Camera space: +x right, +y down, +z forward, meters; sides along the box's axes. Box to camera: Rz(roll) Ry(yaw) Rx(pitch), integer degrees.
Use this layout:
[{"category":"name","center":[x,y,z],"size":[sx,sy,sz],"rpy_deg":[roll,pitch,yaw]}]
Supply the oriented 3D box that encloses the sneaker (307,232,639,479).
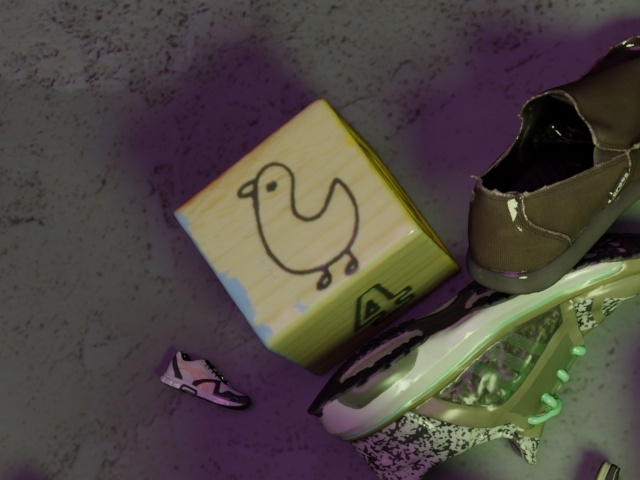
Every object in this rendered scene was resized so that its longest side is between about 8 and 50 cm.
[{"category":"sneaker","center":[0.199,0.132,1.902],"size":[0.410,0.158,0.182],"rpy_deg":[-29,102,7]}]

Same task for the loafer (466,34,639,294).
[{"category":"loafer","center":[0.268,-0.100,1.840],"size":[0.133,0.130,0.366],"rpy_deg":[17,49,31]}]

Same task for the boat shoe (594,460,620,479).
[{"category":"boat shoe","center":[0.285,0.297,1.854],"size":[0.049,0.056,0.152],"rpy_deg":[10,90,15]}]

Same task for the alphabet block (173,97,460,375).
[{"category":"alphabet block","center":[0.000,0.000,1.941],"size":[0.197,0.193,0.192],"rpy_deg":[-39,70,6]}]

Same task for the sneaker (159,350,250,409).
[{"category":"sneaker","center":[-0.122,0.153,2.025],"size":[0.109,0.040,0.044],"rpy_deg":[20,82,21]}]
